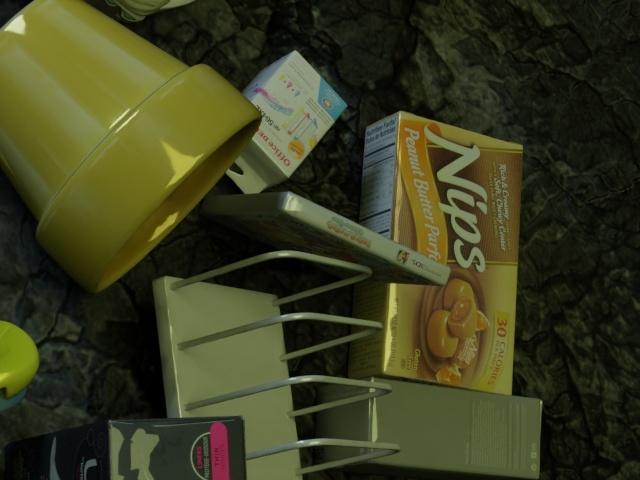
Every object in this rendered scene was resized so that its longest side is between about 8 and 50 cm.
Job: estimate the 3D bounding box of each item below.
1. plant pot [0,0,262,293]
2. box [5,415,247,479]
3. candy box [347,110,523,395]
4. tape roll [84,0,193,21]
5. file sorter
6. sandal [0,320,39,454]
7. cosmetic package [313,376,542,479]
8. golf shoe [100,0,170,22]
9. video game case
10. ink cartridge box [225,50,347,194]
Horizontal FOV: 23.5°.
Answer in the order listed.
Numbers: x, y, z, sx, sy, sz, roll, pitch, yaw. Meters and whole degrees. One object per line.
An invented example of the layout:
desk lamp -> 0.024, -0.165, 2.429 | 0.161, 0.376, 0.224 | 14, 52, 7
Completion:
plant pot -> -0.227, -0.116, 1.559 | 0.239, 0.254, 0.254 | 44, 59, 1
box -> -0.188, 0.260, 1.466 | 0.143, 0.270, 0.165 | 3, 78, -30
candy box -> 0.139, 0.023, 1.827 | 0.183, 0.087, 0.316 | 13, 72, -28
tape roll -> -0.231, -0.431, 1.660 | 0.392, 0.072, 0.392 | 12, 74, -46
file sorter -> -0.033, 0.163, 1.592 | 0.193, 0.173, 0.278 | 13, 63, -53
sandal -> -0.417, 0.180, 1.443 | 0.317, 0.126, 0.138 | -9, 126, -21
cosmetic package -> 0.121, 0.220, 1.750 | 0.238, 0.127, 0.107 | 14, 73, -30
golf shoe -> -0.217, -0.287, 1.537 | 0.176, 0.086, 0.069 | 29, 65, -39
video game case -> 0.000, 0.000, 1.667 | 0.206, 0.227, 0.026 | 25, 79, -24
ink cartridge box -> -0.058, -0.126, 1.741 | 0.092, 0.090, 0.143 | 46, 60, -15
